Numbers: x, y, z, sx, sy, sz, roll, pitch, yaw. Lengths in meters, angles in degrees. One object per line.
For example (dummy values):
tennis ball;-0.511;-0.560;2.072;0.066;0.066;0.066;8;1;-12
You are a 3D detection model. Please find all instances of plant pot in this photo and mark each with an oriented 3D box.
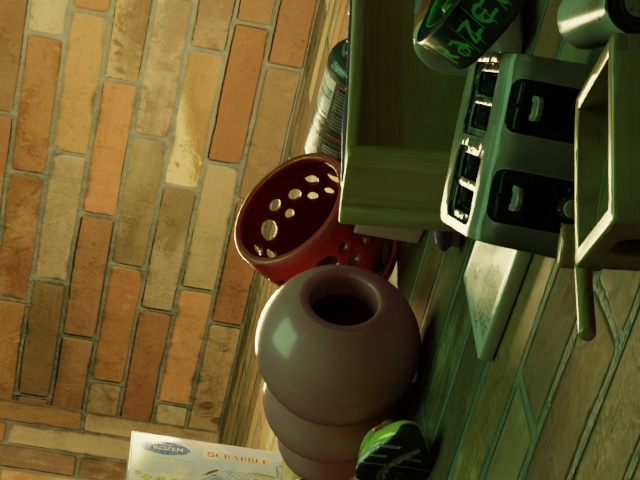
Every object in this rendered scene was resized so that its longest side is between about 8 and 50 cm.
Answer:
plant pot;0.000;0.000;2.059;0.174;0.191;0.191;47;-147;-40

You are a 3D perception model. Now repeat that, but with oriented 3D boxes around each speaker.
speaker;0.240;-0.190;1.209;0.136;0.055;0.055;-163;83;-82

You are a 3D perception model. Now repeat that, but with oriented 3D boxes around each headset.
headset;0.174;-0.332;1.287;0.394;0.185;0.243;-61;7;-33

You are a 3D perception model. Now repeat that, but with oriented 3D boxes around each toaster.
toaster;0.184;-0.080;1.275;0.185;0.110;0.168;-127;48;-79

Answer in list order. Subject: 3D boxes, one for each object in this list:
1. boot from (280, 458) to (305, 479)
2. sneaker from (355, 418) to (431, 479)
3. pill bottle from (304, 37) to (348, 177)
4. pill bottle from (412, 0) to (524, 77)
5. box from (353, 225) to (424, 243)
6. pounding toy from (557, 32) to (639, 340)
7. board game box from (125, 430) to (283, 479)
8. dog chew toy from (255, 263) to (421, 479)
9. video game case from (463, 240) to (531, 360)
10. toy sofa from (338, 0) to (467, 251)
boot;-0.011;0.339;2.186;0.203;0.095;0.262;-96;16;-64
sneaker;0.080;0.247;1.722;0.208;0.081;0.094;112;167;-59
pill bottle;0.062;-0.222;2.241;0.130;0.130;0.245;-89;12;-48
pill bottle;0.168;-0.299;1.619;0.121;0.121;0.216;114;164;-61
box;0.108;-0.098;1.902;0.170;0.091;0.130;112;166;-55
pounding toy;0.226;-0.019;1.007;0.206;0.094;0.181;93;179;-76
board game box;-0.157;0.433;2.310;0.318;0.319;0.066;-96;17;-65
dog chew toy;0.016;0.188;1.871;0.206;0.207;0.332;-88;3;-45
video game case;0.182;0.019;1.495;0.143;0.019;0.157;-92;15;-55
toy sofa;0.101;-0.170;1.738;0.177;0.150;0.362;98;176;-53
